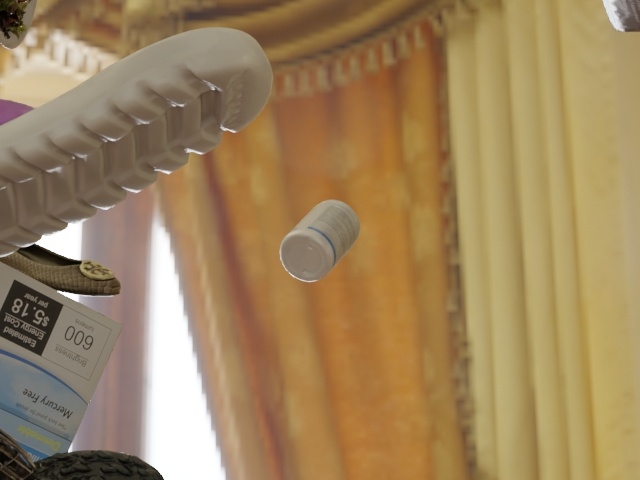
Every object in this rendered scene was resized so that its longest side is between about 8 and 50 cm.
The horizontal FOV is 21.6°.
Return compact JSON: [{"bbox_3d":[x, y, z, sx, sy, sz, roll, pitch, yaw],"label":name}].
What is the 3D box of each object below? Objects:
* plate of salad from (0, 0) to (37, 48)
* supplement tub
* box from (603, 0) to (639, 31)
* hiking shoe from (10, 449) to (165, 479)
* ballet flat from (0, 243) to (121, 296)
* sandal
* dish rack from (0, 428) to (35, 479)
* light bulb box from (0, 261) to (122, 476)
[{"bbox_3d":[-0.307,-0.296,1.723,0.048,0.200,0.200,3,-19,6],"label":"plate of salad"},{"bbox_3d":[0.000,0.000,2.079,0.071,0.071,0.107,-12,18,29],"label":"supplement tub"},{"bbox_3d":[0.532,-0.412,1.948,0.395,0.293,0.212,1,-11,17],"label":"box"},{"bbox_3d":[-0.295,0.308,1.711,0.304,0.113,0.132,-20,-34,-2],"label":"hiking shoe"},{"bbox_3d":[-0.361,0.021,2.142,0.250,0.058,0.084,16,7,27],"label":"ballet flat"},{"bbox_3d":[-0.236,-0.069,1.263,0.416,0.102,0.169,-21,-24,1],"label":"sandal"},{"bbox_3d":[-0.381,0.235,1.423,0.271,0.074,0.208,-35,-28,-3],"label":"dish rack"},{"bbox_3d":[-0.481,0.180,1.906,0.358,0.361,0.225,30,-15,-31],"label":"light bulb box"}]
